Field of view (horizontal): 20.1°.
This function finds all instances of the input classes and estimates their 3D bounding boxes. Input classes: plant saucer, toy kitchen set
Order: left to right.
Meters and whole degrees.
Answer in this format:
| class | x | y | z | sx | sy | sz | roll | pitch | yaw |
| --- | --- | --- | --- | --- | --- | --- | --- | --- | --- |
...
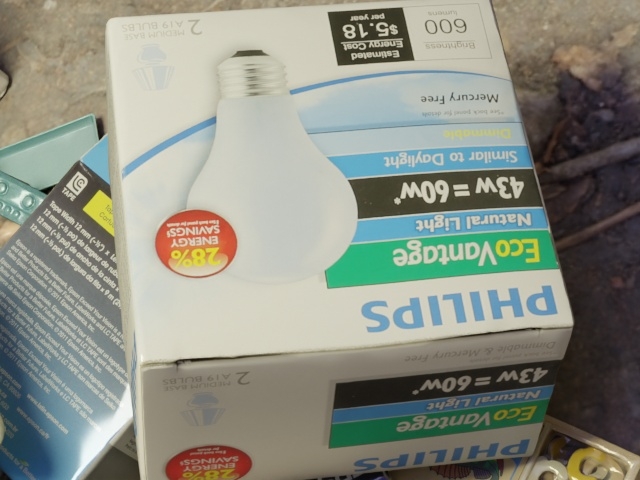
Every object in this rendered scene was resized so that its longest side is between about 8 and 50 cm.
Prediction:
| class | x | y | z | sx | sy | sz | roll | pitch | yaw |
| --- | --- | --- | --- | --- | --- | --- | --- | --- | --- |
| toy kitchen set | -0.387 | 0.014 | 1.879 | 0.166 | 0.122 | 0.207 | 27 | 91 | 20 |
| plant saucer | -0.321 | -0.075 | 1.952 | 0.192 | 0.018 | 0.067 | -19 | 65 | 14 |

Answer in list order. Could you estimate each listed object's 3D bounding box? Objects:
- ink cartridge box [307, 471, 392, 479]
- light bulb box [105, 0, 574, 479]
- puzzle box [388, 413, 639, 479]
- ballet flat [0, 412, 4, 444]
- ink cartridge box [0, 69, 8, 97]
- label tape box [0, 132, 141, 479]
| class | x | y | z | sx | sy | sz | roll | pitch | yaw |
| --- | --- | --- | --- | --- | --- | --- | --- | --- | --- |
| ink cartridge box | -0.041 | 0.228 | 1.653 | 0.206 | 0.045 | 0.208 | -30 | 64 | 9 |
| light bulb box | 0.000 | 0.000 | 1.579 | 0.358 | 0.225 | 0.361 | -5 | 55 | -8 |
| puzzle box | 0.065 | 0.245 | 1.659 | 0.409 | 0.052 | 0.272 | 22 | 81 | 27 |
| ballet flat | -0.384 | 0.227 | 1.646 | 0.182 | 0.164 | 0.483 | 15 | 93 | 8 |
| ink cartridge box | -0.488 | -0.174 | 1.912 | 0.115 | 0.273 | 0.198 | 36 | 87 | 31 |
| label tape box | -0.211 | 0.081 | 1.799 | 0.249 | 0.115 | 0.348 | 38 | 84 | 28 |
